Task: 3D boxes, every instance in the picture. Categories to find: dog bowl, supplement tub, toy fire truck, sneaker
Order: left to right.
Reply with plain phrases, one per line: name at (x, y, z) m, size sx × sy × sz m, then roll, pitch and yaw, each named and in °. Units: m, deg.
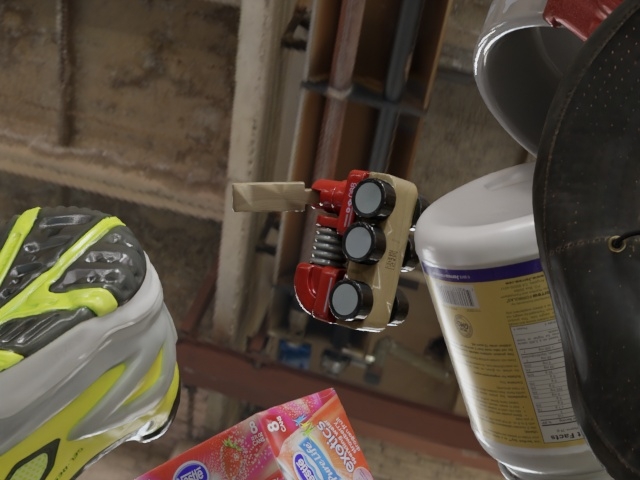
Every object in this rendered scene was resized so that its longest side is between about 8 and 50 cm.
sneaker at (-0.240, 0.138, 0.531) m, size 0.385 × 0.145 × 0.147 m, roll -28°, pitch -49°, yaw -7°
toy fire truck at (0.000, 0.000, 1.461) m, size 0.246 × 0.158 × 0.217 m, roll 13°, pitch -89°, yaw 40°
supplement tub at (0.255, 0.098, 1.100) m, size 0.241 × 0.241 × 0.331 m, roll -12°, pitch -73°, yaw 24°
dog bowl at (0.312, -0.157, 1.052) m, size 0.349 × 0.102 × 0.349 m, roll 31°, pitch -16°, yaw 10°

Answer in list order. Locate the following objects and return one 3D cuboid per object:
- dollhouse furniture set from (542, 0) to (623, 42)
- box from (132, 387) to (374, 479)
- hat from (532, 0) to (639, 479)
dollhouse furniture set at (0.241, -0.281, 0.809) m, size 0.201 × 0.374 × 0.152 m, roll -8°, pitch -50°, yaw -20°
box at (-0.080, 0.265, 1.076) m, size 0.257 × 0.123 × 0.128 m, roll -33°, pitch -106°, yaw 39°
hat at (0.268, -0.006, 0.519) m, size 0.134 × 0.331 × 0.331 m, roll 16°, pitch -43°, yaw -39°
